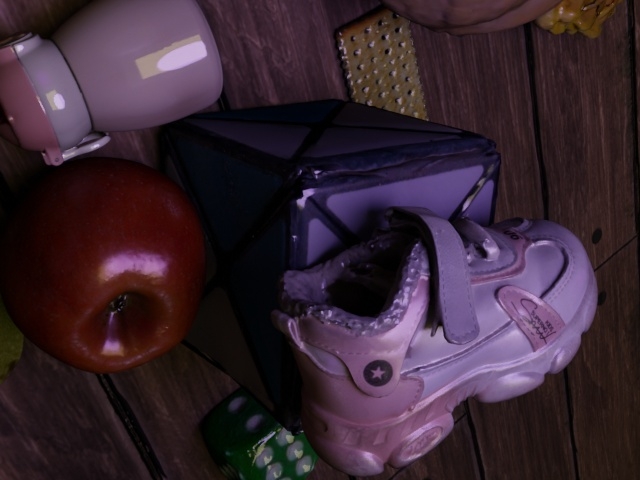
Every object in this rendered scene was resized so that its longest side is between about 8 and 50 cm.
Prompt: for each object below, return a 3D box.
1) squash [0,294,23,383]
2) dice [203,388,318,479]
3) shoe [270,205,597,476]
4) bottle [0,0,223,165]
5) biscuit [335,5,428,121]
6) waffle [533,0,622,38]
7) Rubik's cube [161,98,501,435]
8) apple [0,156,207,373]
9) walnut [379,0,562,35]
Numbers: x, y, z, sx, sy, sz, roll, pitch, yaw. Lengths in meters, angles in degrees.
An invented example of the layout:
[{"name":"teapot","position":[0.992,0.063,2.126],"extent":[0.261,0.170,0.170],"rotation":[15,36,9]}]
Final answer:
[{"name":"squash","position":[-0.394,0.118,0.816],"extent":[0.192,0.085,0.184],"rotation":[-50,130,-10]},{"name":"dice","position":[-0.082,0.291,1.113],"extent":[0.131,0.120,0.128],"rotation":[-36,126,-25]},{"name":"shoe","position":[0.119,0.058,0.745],"extent":[0.351,0.172,0.198],"rotation":[-35,125,-21]},{"name":"bottle","position":[-0.235,-0.170,0.800],"extent":[0.236,0.147,0.147],"rotation":[-27,122,-19]},{"name":"biscuit","position":[0.095,-0.219,1.125],"extent":[0.139,0.016,0.231],"rotation":[-34,125,-25]},{"name":"waffle","position":[0.430,-0.494,1.160],"extent":[0.380,0.095,0.382],"rotation":[-11,122,-57]},{"name":"Rubik's cube","position":[0.000,0.000,0.948],"extent":[0.310,0.307,0.305],"rotation":[-15,119,-33]},{"name":"apple","position":[-0.229,0.024,0.825],"extent":[0.218,0.201,0.218],"rotation":[-14,128,-19]},{"name":"walnut","position":[0.178,-0.430,0.911],"extent":[0.381,0.381,0.381],"rotation":[-15,116,-34]}]
